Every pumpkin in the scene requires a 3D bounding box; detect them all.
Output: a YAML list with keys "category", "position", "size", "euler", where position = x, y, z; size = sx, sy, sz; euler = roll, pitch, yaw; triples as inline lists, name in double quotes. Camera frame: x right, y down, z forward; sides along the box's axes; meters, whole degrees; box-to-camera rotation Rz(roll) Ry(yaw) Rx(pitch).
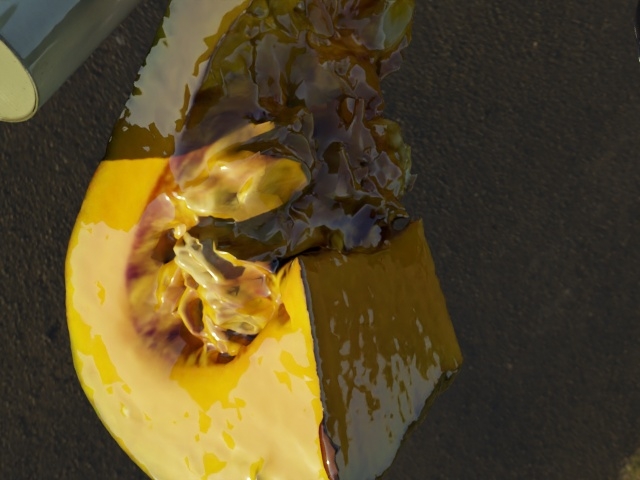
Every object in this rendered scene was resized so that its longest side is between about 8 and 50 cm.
- category: "pumpkin"
  position: [-0.001, 0.000, 0.383]
  size: [0.139, 0.190, 0.280]
  euler: [-22, 150, -55]

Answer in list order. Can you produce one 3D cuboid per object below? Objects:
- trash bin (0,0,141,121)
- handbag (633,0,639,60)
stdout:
- category: "trash bin"
  position: [-0.459, -0.430, 1.353]
  size: [0.280, 0.281, 0.432]
  euler: [51, 50, -32]
- category: "handbag"
  position: [0.254, -0.128, 0.480]
  size: [0.113, 0.161, 0.260]
  euler: [6, 151, 8]
